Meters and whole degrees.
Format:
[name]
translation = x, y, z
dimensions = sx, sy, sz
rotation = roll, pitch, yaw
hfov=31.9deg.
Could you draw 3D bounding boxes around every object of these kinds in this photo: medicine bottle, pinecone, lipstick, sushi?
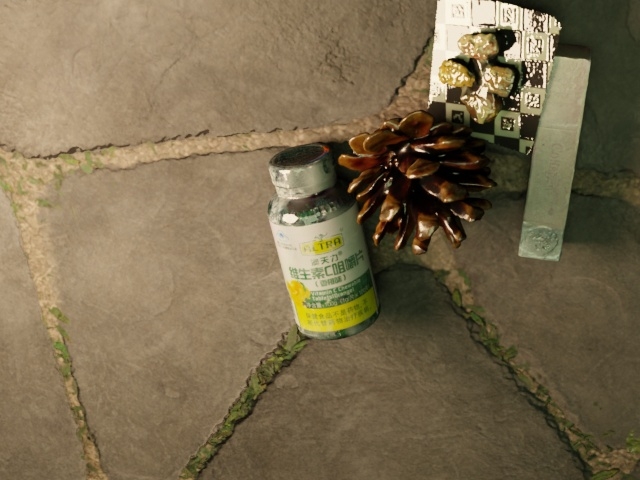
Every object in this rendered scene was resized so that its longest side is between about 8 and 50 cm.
[medicine bottle]
translation = 0.000, 0.000, 1.745
dimensions = 0.141, 0.141, 0.293
rotation = -7, 114, 15
[pinecone]
translation = 0.148, -0.079, 1.637
dimensions = 0.228, 0.202, 0.201
rotation = -4, 88, -11
[lipstick]
translation = 0.343, -0.126, 1.647
dimensions = 0.066, 0.068, 0.317
rotation = 8, 118, 10
[sushi]
translation = 0.230, -0.235, 1.595
dimensions = 0.192, 0.040, 0.210
rotation = 21, 122, 26
